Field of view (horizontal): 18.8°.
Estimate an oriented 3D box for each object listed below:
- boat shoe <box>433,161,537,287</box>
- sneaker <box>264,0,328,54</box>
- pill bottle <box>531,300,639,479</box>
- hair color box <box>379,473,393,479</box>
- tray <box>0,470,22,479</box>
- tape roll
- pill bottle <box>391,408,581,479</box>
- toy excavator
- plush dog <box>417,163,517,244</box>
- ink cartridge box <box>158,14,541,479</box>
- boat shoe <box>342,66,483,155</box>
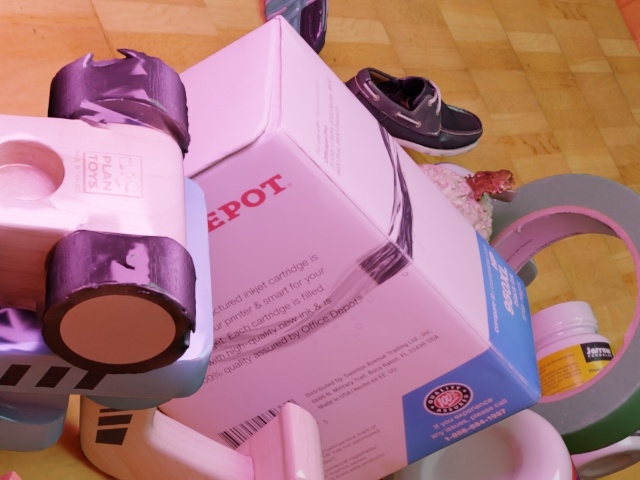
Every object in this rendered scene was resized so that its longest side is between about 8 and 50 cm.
[{"bbox_3d":[0.180,-0.023,2.433,0.302,0.109,0.094,48,12,-54],"label":"boat shoe"},{"bbox_3d":[-0.020,-0.302,2.332,0.098,0.083,0.224,35,35,-54],"label":"sneaker"},{"bbox_3d":[0.331,0.192,2.469,0.119,0.119,0.209,20,47,-56],"label":"pill bottle"},{"bbox_3d":[0.069,0.224,1.998,0.093,0.053,0.167,63,25,5],"label":"hair color box"},{"bbox_3d":[-0.152,0.346,1.252,0.411,0.202,0.076,52,26,-23],"label":"tray"},{"bbox_3d":[0.281,0.083,2.234,0.077,0.321,0.321,32,38,-48],"label":"tape roll"},{"bbox_3d":[0.199,0.322,1.951,0.181,0.181,0.323,-90,161,-45],"label":"pill bottle"},{"bbox_3d":[-0.175,0.082,1.496,0.432,0.445,0.222,4,51,-13],"label":"toy excavator"},{"bbox_3d":[0.117,0.035,2.159,0.262,0.210,0.225,25,66,-54],"label":"plush dog"},{"bbox_3d":[-0.032,0.035,1.708,0.395,0.285,0.166,46,28,-33],"label":"ink cartridge box"},{"bbox_3d":[0.120,-0.160,2.384,0.233,0.079,0.084,11,37,-39],"label":"boat shoe"}]
